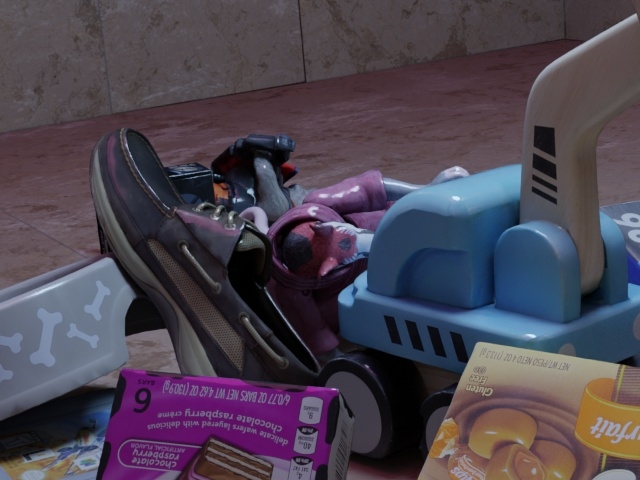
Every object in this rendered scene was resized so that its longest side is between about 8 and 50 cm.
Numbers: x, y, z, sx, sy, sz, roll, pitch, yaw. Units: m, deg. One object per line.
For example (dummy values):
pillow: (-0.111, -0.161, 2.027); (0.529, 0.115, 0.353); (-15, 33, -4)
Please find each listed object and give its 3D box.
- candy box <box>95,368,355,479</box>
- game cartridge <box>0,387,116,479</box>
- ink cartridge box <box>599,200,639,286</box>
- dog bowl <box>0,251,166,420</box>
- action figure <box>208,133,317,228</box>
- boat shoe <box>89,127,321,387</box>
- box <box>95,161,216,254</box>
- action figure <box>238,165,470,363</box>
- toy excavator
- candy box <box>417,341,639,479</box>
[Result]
candy box: (-0.075, 0.209, 0.982); (0.159, 0.233, 0.071); (4, -22, 14)
game cartridge: (-0.220, 0.211, 1.390); (0.198, 0.062, 0.297); (-16, 18, -23)
ink cartridge box: (0.403, 0.058, 1.539); (0.307, 0.072, 0.303); (-8, 38, -22)
dog bowl: (-0.328, 0.111, 1.511); (0.348, 0.102, 0.349); (-20, 5, 2)
action figure: (-0.165, -0.038, 2.241); (0.330, 0.178, 0.341); (-2, -14, -16)
boat shoe: (-0.107, 0.028, 1.499); (0.130, 0.355, 0.132); (-34, -13, 15)
box: (-0.210, 0.000, 1.939); (0.147, 0.180, 0.077); (-9, 14, -19)
action figure: (0.000, 0.000, 1.624); (0.275, 0.248, 0.370); (23, -4, 8)
toy excavator: (0.187, -0.008, 1.306); (0.222, 0.445, 0.433); (-18, 19, -39)
candy box: (0.226, 0.189, 1.069); (0.316, 0.087, 0.183); (7, 61, 38)
